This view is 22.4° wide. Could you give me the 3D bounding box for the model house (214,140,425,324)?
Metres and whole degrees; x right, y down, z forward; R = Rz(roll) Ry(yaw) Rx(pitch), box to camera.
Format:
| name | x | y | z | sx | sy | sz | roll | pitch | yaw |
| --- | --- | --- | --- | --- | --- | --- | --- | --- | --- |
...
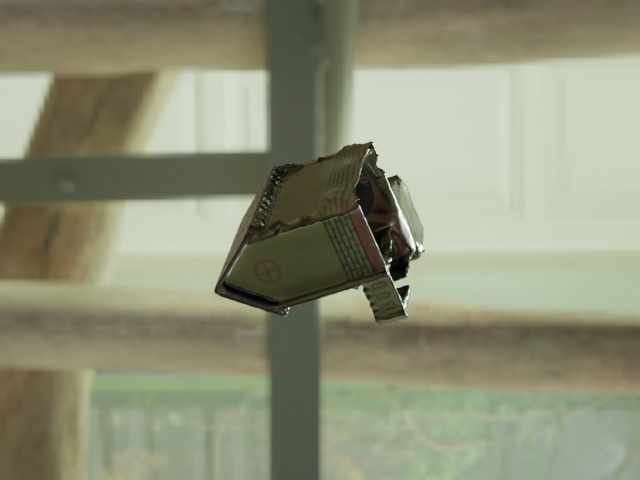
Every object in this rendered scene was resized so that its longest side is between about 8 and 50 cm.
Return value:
| name | x | y | z | sx | sy | sz | roll | pitch | yaw |
| --- | --- | --- | --- | --- | --- | --- | --- | --- | --- |
| model house | 0.000 | 0.000 | 0.567 | 0.083 | 0.058 | 0.057 | -78 | 146 | -62 |
